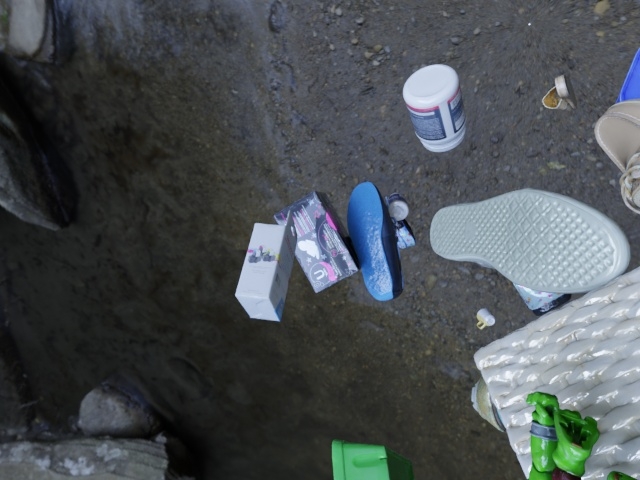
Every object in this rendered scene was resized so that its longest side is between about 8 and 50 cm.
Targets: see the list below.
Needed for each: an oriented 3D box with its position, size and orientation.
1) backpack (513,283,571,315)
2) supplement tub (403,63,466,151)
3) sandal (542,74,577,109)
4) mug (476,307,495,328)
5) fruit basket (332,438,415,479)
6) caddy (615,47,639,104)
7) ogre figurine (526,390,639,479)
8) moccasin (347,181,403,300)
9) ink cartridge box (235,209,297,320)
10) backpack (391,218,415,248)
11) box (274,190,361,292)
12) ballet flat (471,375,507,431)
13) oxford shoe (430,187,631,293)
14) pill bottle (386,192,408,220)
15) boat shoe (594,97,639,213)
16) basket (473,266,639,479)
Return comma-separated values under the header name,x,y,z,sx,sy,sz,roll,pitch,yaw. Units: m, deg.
name,x,y,z,sx,sy,sz,roll,pitch,yaw
backpack,0.725,0.145,1.400,0.152,0.115,0.182,-38,83,19
supplement tub,0.421,-0.473,1.524,0.191,0.191,0.272,-1,150,27
sandal,0.697,-0.430,1.242,0.079,0.240,0.088,-13,87,37
mug,0.690,0.329,1.736,0.062,0.064,0.078,4,103,-5
fruit basket,0.105,0.834,1.371,0.391,0.283,0.392,-3,141,-2
caddy,1.027,-0.441,1.235,0.241,0.179,0.341,23,92,32
ogre figurine,0.240,0.240,0.374,0.197,0.096,0.118,37,124,57
moccasin,0.158,0.005,1.209,0.137,0.116,0.342,-14,75,35
ink cartridge box,-0.092,0.042,0.766,0.061,0.181,0.104,5,149,10
backpack,0.328,-0.036,1.801,0.116,0.158,0.173,-33,88,2
box,0.000,0.000,1.201,0.142,0.163,0.247,-28,89,12
ballet flat,0.402,0.354,0.924,0.123,0.123,0.348,-26,141,34
oxford shoe,0.370,-0.006,0.783,0.130,0.449,0.169,6,93,-15
pill bottle,0.248,-0.114,1.358,0.067,0.120,0.067,3,113,6
boat shoe,0.484,-0.093,0.580,0.110,0.341,0.122,-20,129,5
basket,0.432,0.251,0.549,0.331,0.328,0.266,-36,127,22
